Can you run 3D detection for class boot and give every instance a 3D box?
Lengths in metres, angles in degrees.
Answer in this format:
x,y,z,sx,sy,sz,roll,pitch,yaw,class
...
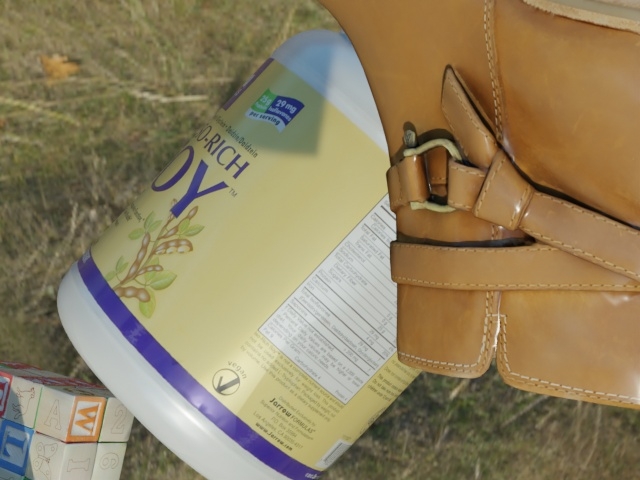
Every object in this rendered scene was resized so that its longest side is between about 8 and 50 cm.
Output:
x,y,z,sx,sy,sz,roll,pitch,yaw,class
0.054,-0.056,0.488,0.283,0.220,0.109,12,14,39,boot

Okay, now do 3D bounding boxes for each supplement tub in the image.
x,y,z,sx,sy,sz,roll,pitch,yaw,class
0.000,0.000,0.800,0.331,0.241,0.241,-47,63,0,supplement tub

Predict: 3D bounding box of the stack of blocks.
x,y,z,sx,sy,sz,roll,pitch,yaw,class
-0.299,0.277,1.055,0.171,0.087,0.297,11,87,33,stack of blocks
